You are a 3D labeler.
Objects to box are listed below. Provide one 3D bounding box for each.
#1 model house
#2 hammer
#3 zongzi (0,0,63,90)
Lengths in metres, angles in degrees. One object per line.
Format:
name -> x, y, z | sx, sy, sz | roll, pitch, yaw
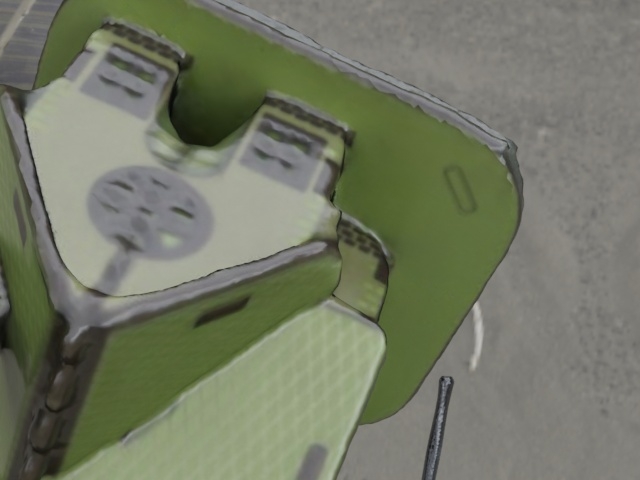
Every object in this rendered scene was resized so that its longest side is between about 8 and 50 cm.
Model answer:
model house -> -0.062, 0.068, 0.450 | 0.218, 0.205, 0.278 | 23, 41, -2
hammer -> 0.131, 0.280, 1.432 | 0.029, 0.246, 0.103 | 12, 3, 22
zongzi -> -0.217, -0.181, 0.779 | 0.241, 0.247, 0.111 | 16, -9, -20
